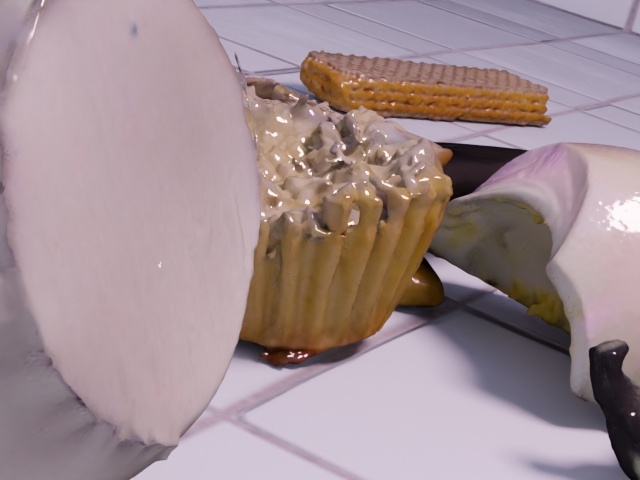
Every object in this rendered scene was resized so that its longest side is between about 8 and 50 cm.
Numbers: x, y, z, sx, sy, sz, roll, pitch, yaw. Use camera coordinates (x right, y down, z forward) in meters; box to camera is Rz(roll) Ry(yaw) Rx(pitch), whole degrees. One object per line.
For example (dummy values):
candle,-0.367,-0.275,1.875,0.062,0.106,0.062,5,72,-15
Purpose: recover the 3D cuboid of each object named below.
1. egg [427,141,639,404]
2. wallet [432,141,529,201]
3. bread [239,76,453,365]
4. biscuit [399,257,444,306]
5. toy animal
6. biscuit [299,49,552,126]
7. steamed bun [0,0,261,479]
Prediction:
egg,0.215,0.007,1.202,0.206,0.162,0.271,17,18,-28
wallet,0.083,-0.061,1.415,0.197,0.051,0.377,6,5,26
bread,-0.047,-0.030,1.143,0.274,0.149,0.274,11,20,-4
biscuit,0.000,0.000,1.296,0.183,0.039,0.174,12,19,-10
toy animal,0.277,0.093,1.053,0.093,0.121,0.225,-2,15,45
biscuit,0.139,-0.184,1.968,0.378,0.054,0.094,0,23,-41
steamed bun,-0.200,-0.010,0.762,0.309,0.309,0.309,14,17,-4
